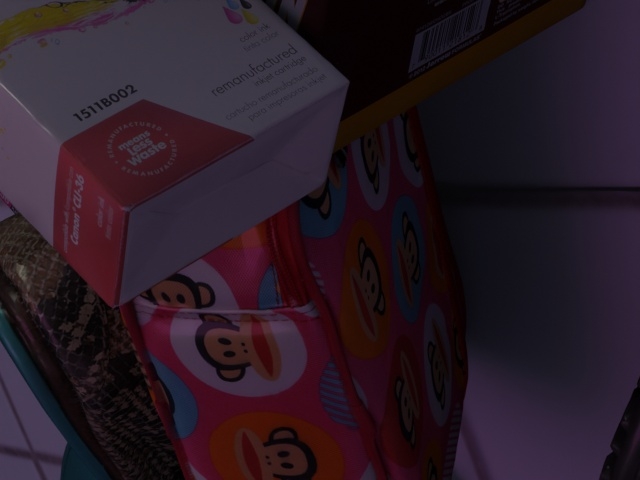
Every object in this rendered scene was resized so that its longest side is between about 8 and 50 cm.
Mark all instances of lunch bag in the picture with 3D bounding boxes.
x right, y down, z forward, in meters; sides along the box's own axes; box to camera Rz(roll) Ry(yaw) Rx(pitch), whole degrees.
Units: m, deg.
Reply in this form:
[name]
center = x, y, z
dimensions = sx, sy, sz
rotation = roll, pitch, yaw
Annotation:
[lunch bag]
center = -0.002, 0.012, 1.007
dimensions = 0.120, 0.258, 0.293
rotation = -3, 128, 16

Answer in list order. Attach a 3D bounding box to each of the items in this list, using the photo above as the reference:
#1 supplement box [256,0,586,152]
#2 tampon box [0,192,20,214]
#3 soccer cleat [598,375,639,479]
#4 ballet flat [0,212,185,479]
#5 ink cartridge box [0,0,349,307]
[supplement box]
center = 0.026, -0.171, 0.836
dimensions = 0.129, 0.191, 0.194
rotation = 41, 144, 26
[tampon box]
center = -0.120, -0.057, 1.223
dimensions = 0.120, 0.101, 0.161
rotation = 46, 146, 18
[soccer cleat]
center = 0.200, 0.165, 0.991
dimensions = 0.116, 0.108, 0.318
rotation = 15, 129, 20
[ballet flat]
center = -0.090, 0.123, 1.245
dimensions = 0.164, 0.182, 0.483
rotation = 54, 163, 31
[ink cartridge box]
center = -0.099, -0.080, 0.791
dimensions = 0.198, 0.115, 0.067
rotation = 43, 147, 23
